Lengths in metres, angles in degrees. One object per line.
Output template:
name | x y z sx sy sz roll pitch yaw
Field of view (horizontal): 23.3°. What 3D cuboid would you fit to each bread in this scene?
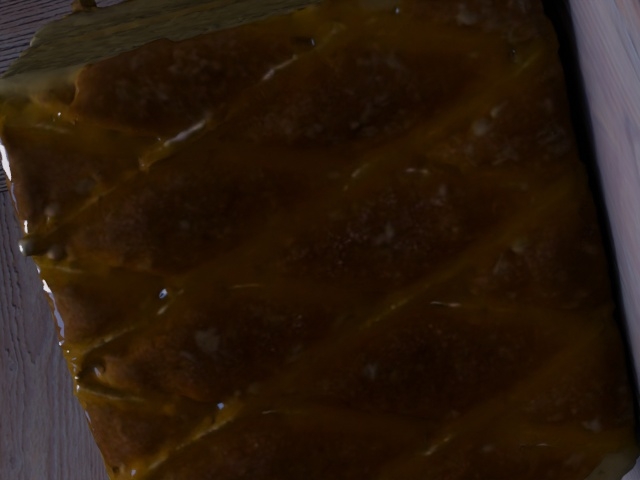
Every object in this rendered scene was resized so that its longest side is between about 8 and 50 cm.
bread | 0.000 0.000 0.809 0.207 0.279 0.279 -105 3 -72
